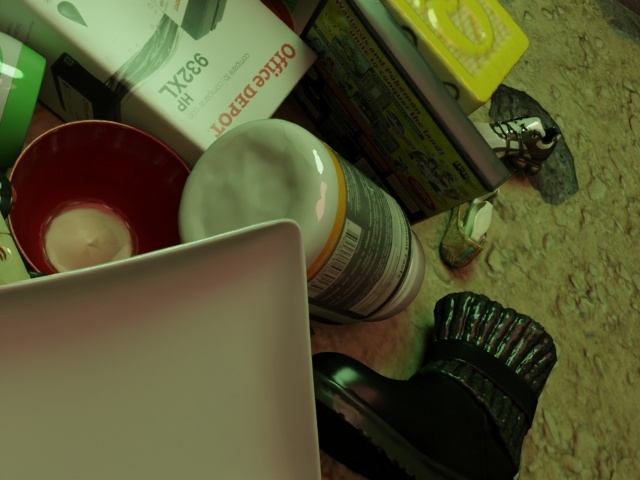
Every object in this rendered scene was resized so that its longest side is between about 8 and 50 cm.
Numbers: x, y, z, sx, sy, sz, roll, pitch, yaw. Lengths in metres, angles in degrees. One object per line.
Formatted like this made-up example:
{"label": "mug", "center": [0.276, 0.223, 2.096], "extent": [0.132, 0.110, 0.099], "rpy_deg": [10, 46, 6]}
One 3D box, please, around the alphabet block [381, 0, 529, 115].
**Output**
{"label": "alphabet block", "center": [0.131, -0.248, 0.893], "extent": [0.192, 0.197, 0.193], "rpy_deg": [46, 52, -9]}

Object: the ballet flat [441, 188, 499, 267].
{"label": "ballet flat", "center": [0.233, -0.051, 0.956], "extent": [0.073, 0.067, 0.206], "rpy_deg": [30, 55, -17]}

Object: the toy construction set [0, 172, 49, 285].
{"label": "toy construction set", "center": [-0.314, 0.060, 0.483], "extent": [0.328, 0.215, 0.151], "rpy_deg": [53, 16, 4]}

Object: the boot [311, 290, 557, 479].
{"label": "boot", "center": [0.126, 0.155, 0.749], "extent": [0.348, 0.131, 0.260], "rpy_deg": [40, 59, -26]}

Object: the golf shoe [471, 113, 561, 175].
{"label": "golf shoe", "center": [0.297, -0.170, 1.028], "extent": [0.198, 0.094, 0.077], "rpy_deg": [7, 47, -33]}

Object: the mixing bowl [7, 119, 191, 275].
{"label": "mixing bowl", "center": [-0.211, -0.012, 0.624], "extent": [0.181, 0.098, 0.181], "rpy_deg": [13, 63, -28]}

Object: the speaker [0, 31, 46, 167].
{"label": "speaker", "center": [-0.400, -0.157, 0.544], "extent": [0.296, 0.131, 0.131], "rpy_deg": [16, 62, -28]}

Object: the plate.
{"label": "plate", "center": [-0.124, 0.139, 0.461], "extent": [0.277, 0.045, 0.278], "rpy_deg": [-15, 109, -36]}

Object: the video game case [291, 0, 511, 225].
{"label": "video game case", "center": [0.071, -0.147, 0.778], "extent": [0.035, 0.248, 0.275], "rpy_deg": [-39, 93, -19]}

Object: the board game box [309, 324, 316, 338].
{"label": "board game box", "center": [-0.104, 0.098, 0.692], "extent": [0.186, 0.026, 0.126], "rpy_deg": [-33, 89, -39]}

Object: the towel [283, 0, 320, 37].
{"label": "towel", "center": [-0.123, -0.410, 0.898], "extent": [0.325, 0.038, 0.248], "rpy_deg": [31, 57, -19]}

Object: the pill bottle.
{"label": "pill bottle", "center": [0.000, 0.000, 0.662], "extent": [0.278, 0.162, 0.162], "rpy_deg": [27, 51, -59]}

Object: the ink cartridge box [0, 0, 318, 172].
{"label": "ink cartridge box", "center": [-0.188, -0.216, 0.709], "extent": [0.307, 0.129, 0.223], "rpy_deg": [41, 53, -13]}

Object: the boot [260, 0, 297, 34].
{"label": "boot", "center": [-0.096, -0.310, 0.828], "extent": [0.158, 0.059, 0.084], "rpy_deg": [50, 38, 1]}
